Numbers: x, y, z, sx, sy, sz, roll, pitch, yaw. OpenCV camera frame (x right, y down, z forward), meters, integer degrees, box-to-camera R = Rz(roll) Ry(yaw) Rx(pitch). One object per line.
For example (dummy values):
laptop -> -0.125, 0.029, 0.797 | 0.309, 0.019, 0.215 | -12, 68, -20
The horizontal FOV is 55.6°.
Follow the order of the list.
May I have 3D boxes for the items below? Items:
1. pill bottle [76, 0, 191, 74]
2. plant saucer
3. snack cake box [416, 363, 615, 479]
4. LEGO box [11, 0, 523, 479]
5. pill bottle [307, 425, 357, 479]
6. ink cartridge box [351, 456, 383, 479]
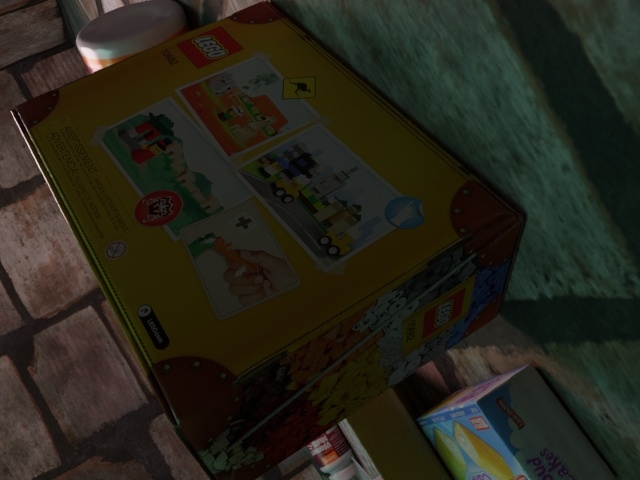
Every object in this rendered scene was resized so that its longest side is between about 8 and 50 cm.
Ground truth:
pill bottle -> -0.339, -0.286, 1.311 | 0.224, 0.224, 0.392 | 43, 156, 46
plant saucer -> 0.139, 0.319, 1.018 | 0.333, 0.081, 0.333 | 57, -175, 13
snack cake box -> 0.232, 0.264, 0.785 | 0.152, 0.089, 0.264 | 57, 163, 15
LEGO box -> -0.086, -0.039, 0.726 | 0.500, 0.372, 0.193 | 50, 160, 33
pill bottle -> 0.029, 0.681, 1.992 | 0.221, 0.121, 0.121 | 58, 163, 10
ink cartridge box -> 0.208, 0.745, 1.687 | 0.239, 0.060, 0.275 | 32, 148, 60
